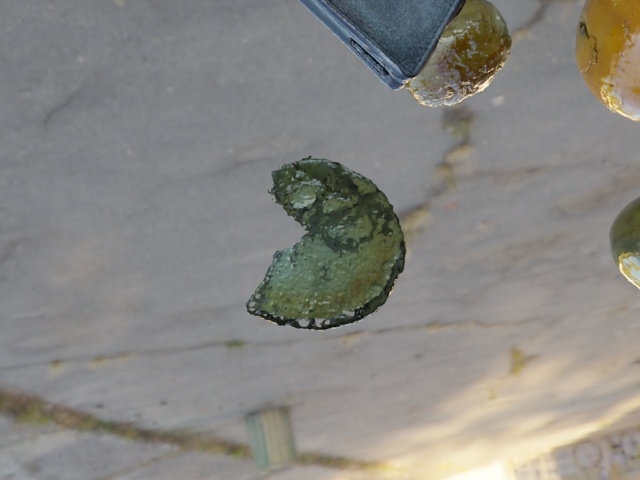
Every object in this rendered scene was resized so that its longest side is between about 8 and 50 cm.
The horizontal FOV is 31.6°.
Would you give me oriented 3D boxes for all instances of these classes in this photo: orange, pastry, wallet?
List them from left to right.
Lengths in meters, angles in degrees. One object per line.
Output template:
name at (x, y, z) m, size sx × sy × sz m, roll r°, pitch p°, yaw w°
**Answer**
wallet at (0.034, -0.255, 1.002) m, size 0.222 × 0.167 × 0.036 m, roll 39°, pitch 152°, yaw -18°
pastry at (0.164, -0.232, 1.391) m, size 0.153 × 0.081 × 0.153 m, roll -29°, pitch 150°, yaw -18°
orange at (0.459, -0.279, 1.515) m, size 0.246 × 0.246 × 0.246 m, roll -10°, pitch 162°, yaw -3°

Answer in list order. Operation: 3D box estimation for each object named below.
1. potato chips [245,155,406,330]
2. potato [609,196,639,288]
potato chips at (0.001, 0.001, 1.357) m, size 0.202 × 0.220 × 0.029 m, roll -13°, pitch 159°, yaw 14°
potato at (0.449, 0.008, 1.234) m, size 0.191 × 0.141 × 0.296 m, roll 34°, pitch 170°, yaw -20°
